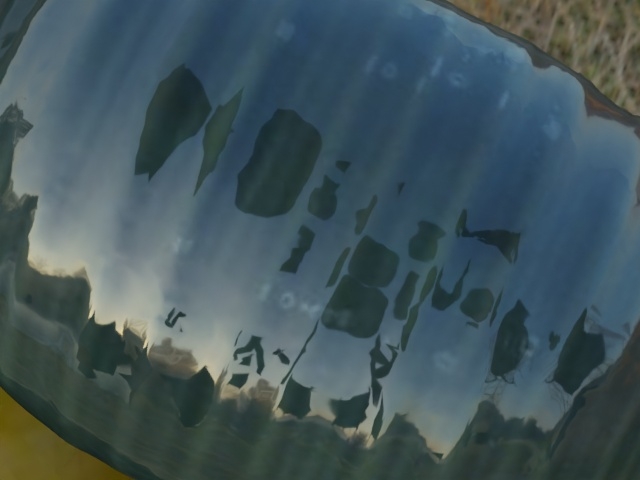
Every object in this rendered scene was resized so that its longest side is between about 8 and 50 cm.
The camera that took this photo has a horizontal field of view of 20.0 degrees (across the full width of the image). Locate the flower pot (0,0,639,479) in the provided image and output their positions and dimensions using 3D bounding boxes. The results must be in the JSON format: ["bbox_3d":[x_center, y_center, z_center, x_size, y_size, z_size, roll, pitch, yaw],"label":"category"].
[{"bbox_3d":[0.000,0.000,0.532,0.243,0.189,0.157,20,95,3],"label":"flower pot"}]

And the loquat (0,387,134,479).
[{"bbox_3d":[-0.118,0.112,0.703,0.235,0.235,0.235,1,66,-2],"label":"loquat"}]
